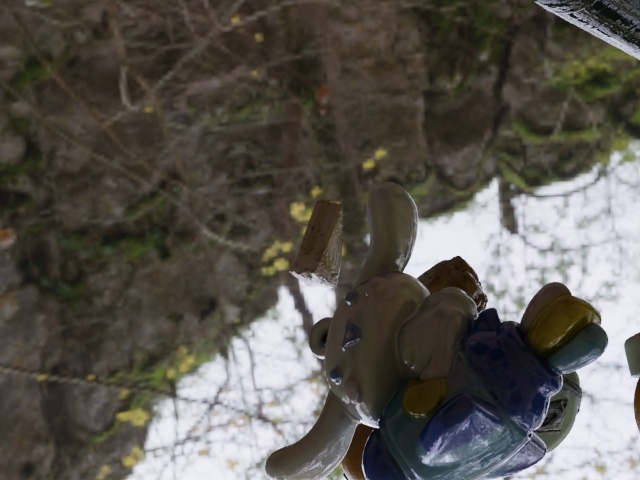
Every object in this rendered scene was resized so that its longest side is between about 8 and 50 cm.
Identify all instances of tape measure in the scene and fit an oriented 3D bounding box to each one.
[{"bbox_3d":[0.355,0.260,1.961,0.207,0.235,0.115,-10,-151,-23],"label":"tape measure"}]

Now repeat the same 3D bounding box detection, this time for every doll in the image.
[{"bbox_3d":[0.121,0.152,1.300,0.366,0.376,0.187,20,-162,39],"label":"doll"}]

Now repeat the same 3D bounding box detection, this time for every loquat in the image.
[{"bbox_3d":[0.108,0.379,2.050,0.163,0.163,0.137,19,176,46],"label":"loquat"}]

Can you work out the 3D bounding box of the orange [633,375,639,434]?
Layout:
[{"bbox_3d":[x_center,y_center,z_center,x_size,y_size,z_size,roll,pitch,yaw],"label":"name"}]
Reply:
[{"bbox_3d":[0.329,0.142,0.924,0.157,0.156,0.134,6,-118,28],"label":"orange"}]

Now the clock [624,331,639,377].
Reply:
[{"bbox_3d":[0.501,0.135,1.488,0.191,0.062,0.151,-19,163,38],"label":"clock"}]

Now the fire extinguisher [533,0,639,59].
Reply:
[{"bbox_3d":[0.271,-0.233,1.057,0.311,0.095,0.114,14,-169,-42],"label":"fire extinguisher"}]

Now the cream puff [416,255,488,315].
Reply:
[{"bbox_3d":[0.162,0.089,1.534,0.126,0.103,0.144,-40,178,21],"label":"cream puff"}]

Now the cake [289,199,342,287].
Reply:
[{"bbox_3d":[0.000,0.000,1.556,0.052,0.121,0.065,0,168,34],"label":"cake"}]
